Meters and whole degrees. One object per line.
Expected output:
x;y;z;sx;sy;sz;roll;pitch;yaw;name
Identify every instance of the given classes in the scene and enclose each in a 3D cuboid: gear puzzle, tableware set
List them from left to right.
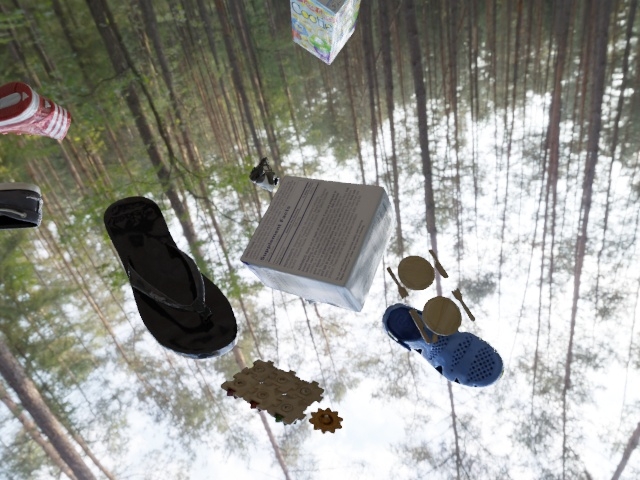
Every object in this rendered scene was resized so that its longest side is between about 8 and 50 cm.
-0.086;0.418;1.089;0.339;0.044;0.175;14;-159;30;gear puzzle
0.238;0.122;0.922;0.128;0.039;0.194;-21;-113;-15;tableware set

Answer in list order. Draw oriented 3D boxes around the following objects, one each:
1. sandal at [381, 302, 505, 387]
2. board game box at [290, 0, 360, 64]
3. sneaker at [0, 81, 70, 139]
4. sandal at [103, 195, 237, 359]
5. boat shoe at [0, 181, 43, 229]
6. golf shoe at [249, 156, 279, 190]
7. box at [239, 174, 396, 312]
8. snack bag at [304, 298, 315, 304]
0.258;0.234;0.956;0.317;0.138;0.126;21;-98;39;sandal
0.015;-0.637;1.139;0.144;0.142;0.275;-55;180;-2;board game box
-0.543;-0.200;0.729;0.221;0.087;0.128;-2;171;16;sneaker
-0.197;0.040;0.515;0.097;0.054;0.254;-32;-108;-30;sandal
-0.499;-0.032;0.567;0.206;0.064;0.075;-13;169;-28;boat shoe
-0.189;-0.222;1.427;0.077;0.094;0.198;-42;-159;20;golf shoe
0.000;0.000;0.484;0.137;0.072;0.126;12;-116;29;box
0.018;0.012;1.509;0.343;0.323;0.037;-32;-170;-9;snack bag
